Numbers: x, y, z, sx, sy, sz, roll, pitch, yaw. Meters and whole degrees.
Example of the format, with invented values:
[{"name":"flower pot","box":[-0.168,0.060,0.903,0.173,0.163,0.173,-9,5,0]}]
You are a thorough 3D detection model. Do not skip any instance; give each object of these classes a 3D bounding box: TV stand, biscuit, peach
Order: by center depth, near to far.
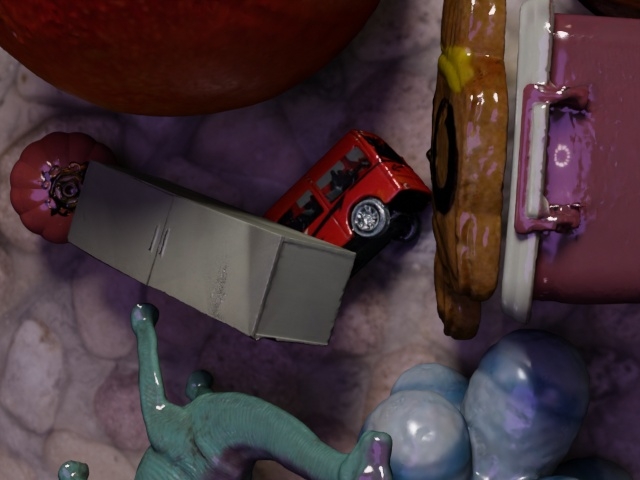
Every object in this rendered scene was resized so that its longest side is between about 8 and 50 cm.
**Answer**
[{"name":"peach","box":[-0.116,-0.275,0.718,0.388,0.388,0.388,2,95,22]},{"name":"biscuit","box":[0.102,-0.063,0.735,0.041,0.208,0.290,2,104,1]},{"name":"TV stand","box":[-0.100,0.006,0.818,0.269,0.088,0.082,20,94,45]}]

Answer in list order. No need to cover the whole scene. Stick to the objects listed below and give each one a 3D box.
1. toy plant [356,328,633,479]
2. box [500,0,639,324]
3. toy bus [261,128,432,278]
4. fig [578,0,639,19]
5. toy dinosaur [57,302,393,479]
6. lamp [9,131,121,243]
[{"name":"toy plant","box":[0.112,0.222,0.756,0.247,0.247,0.332,28,97,18]},{"name":"box","box":[0.208,-0.051,0.655,0.168,0.294,0.193,2,95,11]},{"name":"toy bus","box":[0.000,0.000,0.847,0.195,0.081,0.089,-44,68,19]},{"name":"fig","box":[0.288,-0.191,0.662,0.170,0.146,0.274,-54,52,14]},{"name":"toy dinosaur","box":[-0.091,0.240,0.791,0.331,0.129,0.383,40,117,50]},{"name":"lamp","box":[-0.237,-0.049,0.929,0.108,0.092,0.107,-1,95,-14]}]
